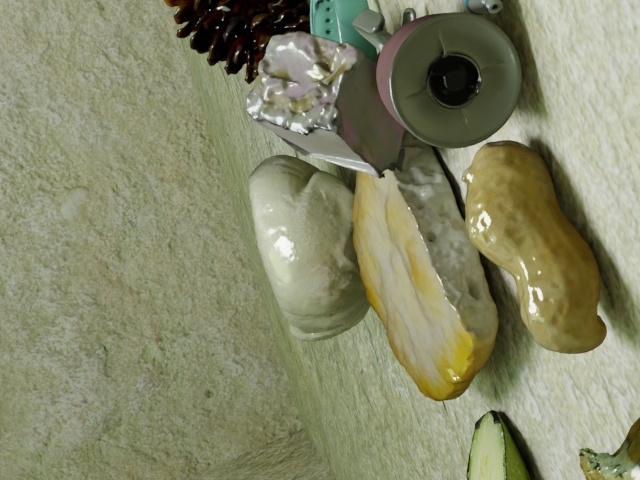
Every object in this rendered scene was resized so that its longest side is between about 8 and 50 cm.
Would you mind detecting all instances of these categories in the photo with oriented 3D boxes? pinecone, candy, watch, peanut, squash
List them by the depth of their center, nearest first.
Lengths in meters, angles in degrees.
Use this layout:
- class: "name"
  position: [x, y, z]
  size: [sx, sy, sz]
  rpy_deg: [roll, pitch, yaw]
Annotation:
- class: "peanut"
  position: [0.239, 0.007, 1.146]
  size: [0.263, 0.117, 0.101]
  rpy_deg: [63, -172, 15]
- class: "candy"
  position: [0.021, -0.185, 1.412]
  size: [0.185, 0.137, 0.195]
  rpy_deg: [19, 172, 38]
- class: "watch"
  position: [0.030, -0.311, 1.593]
  size: [0.237, 0.068, 0.195]
  rpy_deg: [112, 144, -76]
- class: "squash"
  position: [0.299, 0.367, 1.629]
  size: [0.192, 0.085, 0.184]
  rpy_deg: [125, 152, -73]
- class: "pinecone"
  position: [-0.128, -0.401, 1.807]
  size: [0.292, 0.246, 0.246]
  rpy_deg: [48, 163, 15]

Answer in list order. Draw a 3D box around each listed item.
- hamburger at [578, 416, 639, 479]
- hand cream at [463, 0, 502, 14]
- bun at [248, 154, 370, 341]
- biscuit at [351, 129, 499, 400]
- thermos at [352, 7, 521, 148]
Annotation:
- class: "hamburger"
  position: [0.373, 0.297, 0.998]
  size: [0.285, 0.134, 0.265]
  rpy_deg: [-121, 7, -60]
- class: "hand cream"
  position: [0.149, -0.332, 1.145]
  size: [0.083, 0.048, 0.224]
  rpy_deg: [84, 166, -53]
- class: "bun"
  position: [0.000, 0.000, 1.943]
  size: [0.365, 0.219, 0.365]
  rpy_deg: [-15, -90, -86]
- class: "biscuit"
  position: [0.155, 0.043, 1.593]
  size: [0.446, 0.104, 0.429]
  rpy_deg: [92, 157, -56]
- class: "thermos"
  position: [0.121, -0.209, 1.216]
  size: [0.176, 0.146, 0.265]
  rpy_deg: [40, -174, -16]
